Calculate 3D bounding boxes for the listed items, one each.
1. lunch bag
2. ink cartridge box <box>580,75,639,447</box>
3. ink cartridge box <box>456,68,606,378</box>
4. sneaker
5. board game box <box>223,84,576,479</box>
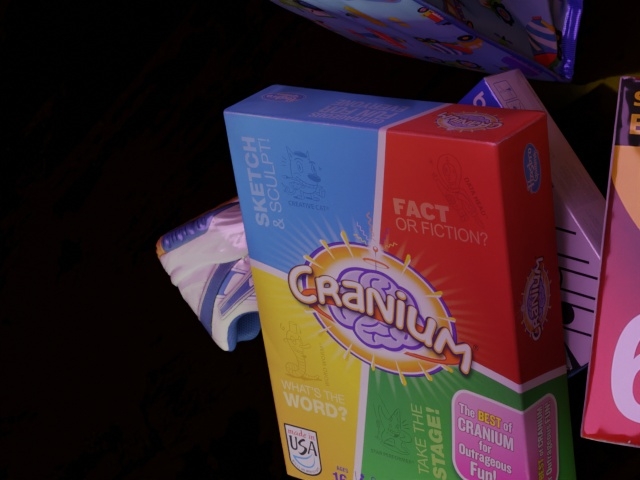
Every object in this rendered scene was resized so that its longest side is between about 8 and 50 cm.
[{"bbox_3d":[0.024,-0.206,1.022,0.221,0.293,0.138,19,103,41],"label":"lunch bag"},{"bbox_3d":[0.317,-0.006,0.779,0.309,0.130,0.272,5,87,21],"label":"ink cartridge box"},{"bbox_3d":[0.156,-0.011,1.030,0.097,0.046,0.207,-44,72,45],"label":"ink cartridge box"},{"bbox_3d":[0.000,0.000,1.192,0.296,0.112,0.131,-25,94,39],"label":"sneaker"},{"bbox_3d":[0.060,0.053,1.049,0.242,0.064,0.317,10,119,39],"label":"board game box"}]
